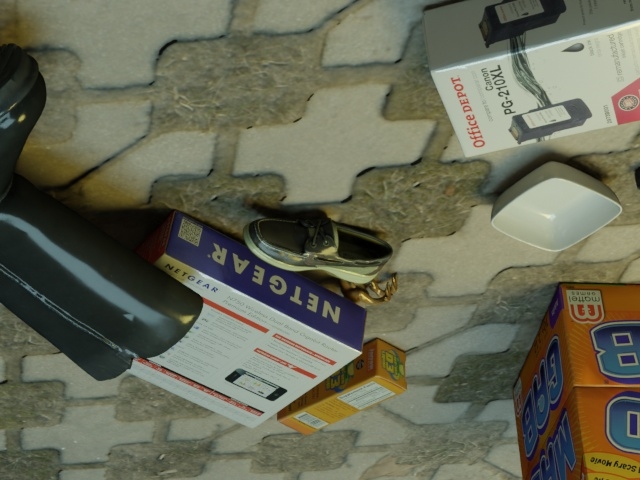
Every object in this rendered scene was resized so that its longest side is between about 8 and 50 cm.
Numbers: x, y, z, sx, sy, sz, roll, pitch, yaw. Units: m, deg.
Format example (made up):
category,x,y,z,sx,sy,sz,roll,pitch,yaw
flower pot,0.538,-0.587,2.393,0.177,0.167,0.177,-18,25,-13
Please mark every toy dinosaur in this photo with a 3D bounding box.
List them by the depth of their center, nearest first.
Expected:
category,x,y,z,sx,sy,sz,roll,pitch,yaw
toy dinosaur,0.056,0.078,1.905,0.112,0.064,0.211,2,138,18

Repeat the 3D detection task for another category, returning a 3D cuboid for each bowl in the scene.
category,x,y,z,sx,sy,sz,roll,pitch,yaw
bowl,0.311,-0.052,1.711,0.142,0.053,0.142,20,141,-30

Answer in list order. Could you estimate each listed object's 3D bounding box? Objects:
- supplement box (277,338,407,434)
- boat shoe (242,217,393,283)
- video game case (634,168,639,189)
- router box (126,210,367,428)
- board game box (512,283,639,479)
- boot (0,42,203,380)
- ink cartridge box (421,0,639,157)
category,x,y,z,sx,sy,sz,roll,pitch,yaw
supplement box,0.034,0.244,2.124,0.233,0.078,0.080,-28,135,33
boat shoe,0.001,0.001,1.763,0.224,0.080,0.073,16,138,-32
video game case,0.597,-0.097,1.668,0.248,0.035,0.275,23,139,-32
router box,-0.152,0.129,1.889,0.335,0.082,0.301,29,137,-23
board game box,0.524,0.310,1.990,0.357,0.356,0.356,1,147,-4
boot,-0.316,-0.013,1.579,0.367,0.146,0.445,-18,128,43
ink cartridge box,0.251,-0.200,1.442,0.237,0.100,0.172,-12,144,15
